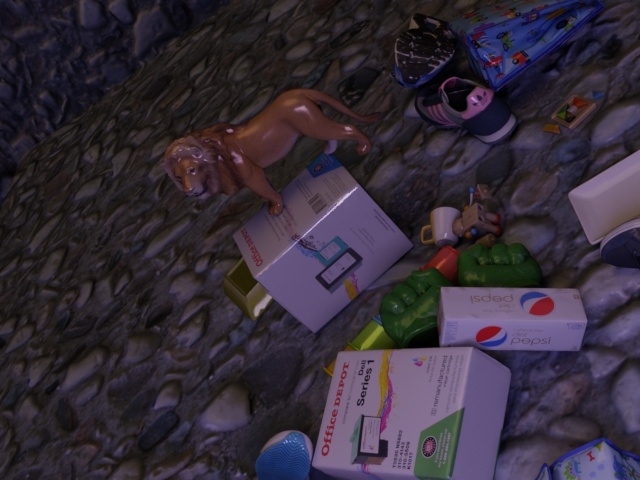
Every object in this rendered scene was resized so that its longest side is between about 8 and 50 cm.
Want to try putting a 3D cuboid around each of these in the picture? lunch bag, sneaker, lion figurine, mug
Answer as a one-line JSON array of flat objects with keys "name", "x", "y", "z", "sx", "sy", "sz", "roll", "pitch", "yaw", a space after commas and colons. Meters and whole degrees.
[{"name": "lunch bag", "x": 0.435, "y": -0.457, "z": 1.988, "sx": 0.293, "sy": 0.138, "sz": 0.221, "roll": -30, "pitch": 19, "yaw": 8}, {"name": "sneaker", "x": 0.279, "y": -0.300, "z": 1.998, "sx": 0.112, "sy": 0.131, "sz": 0.319, "roll": -49, "pitch": 32, "yaw": -7}, {"name": "sneaker", "x": 0.502, "y": 0.046, "z": 1.393, "sx": 0.226, "sy": 0.086, "sz": 0.163, "roll": -11, "pitch": 43, "yaw": 41}, {"name": "lion figurine", "x": -0.096, "y": -0.194, "z": 1.833, "sx": 0.392, "sy": 0.240, "sz": 0.142, "roll": -38, "pitch": 32, "yaw": 9}, {"name": "sneaker", "x": 0.227, "y": -0.397, "z": 2.150, "sx": 0.330, "sy": 0.130, "sz": 0.147, "roll": -60, "pitch": -13, "yaw": -60}, {"name": "sneaker", "x": -0.057, "y": 0.359, "z": 1.591, "sx": 0.228, "sy": 0.087, "sz": 0.092, "roll": 108, "pitch": -177, "yaw": -55}, {"name": "lunch bag", "x": 0.318, "y": 0.331, "z": 1.165, "sx": 0.151, "sy": 0.096, "sz": 0.129, "roll": -40, "pitch": 32, "yaw": 37}, {"name": "mug", "x": 0.233, "y": -0.016, "z": 1.811, "sx": 0.078, "sy": 0.062, "sz": 0.064, "roll": 126, "pitch": 155, "yaw": -53}]

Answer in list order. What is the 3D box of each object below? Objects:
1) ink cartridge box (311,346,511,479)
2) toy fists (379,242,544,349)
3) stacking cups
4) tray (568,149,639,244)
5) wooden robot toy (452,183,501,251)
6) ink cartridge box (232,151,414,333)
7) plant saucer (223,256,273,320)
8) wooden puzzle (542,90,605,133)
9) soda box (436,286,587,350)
[{"name": "ink cartridge box", "x": 0.137, "y": 0.279, "z": 1.491, "sx": 0.278, "sy": 0.117, "sz": 0.201, "roll": -8, "pitch": 59, "yaw": 44}, {"name": "toy fists", "x": 0.231, "y": 0.088, "z": 1.594, "sx": 0.279, "sy": 0.096, "sz": 0.142, "roll": -24, "pitch": 36, "yaw": 2}, {"name": "stacking cups", "x": 0.145, "y": 0.145, "z": 1.697, "sx": 0.316, "sy": 0.096, "sz": 0.096, "roll": -46, "pitch": 32, "yaw": -5}, {"name": "tray", "x": 0.544, "y": -0.098, "z": 1.560, "sx": 0.270, "sy": 0.030, "sz": 0.145, "roll": -33, "pitch": 33, "yaw": 20}, {"name": "wooden robot toy", "x": 0.277, "y": -0.020, "z": 1.746, "sx": 0.079, "sy": 0.076, "sz": 0.173, "roll": -33, "pitch": 41, "yaw": 43}, {"name": "ink cartridge box", "x": 0.000, "y": 0.000, "z": 1.918, "sx": 0.270, "sy": 0.197, "sz": 0.198, "roll": -42, "pitch": 32, "yaw": 5}, {"name": "plant saucer", "x": -0.135, "y": 0.067, "z": 2.144, "sx": 0.188, "sy": 0.045, "sz": 0.188, "roll": -48, "pitch": 31, "yaw": -4}, {"name": "wooden puzzle", "x": 0.478, "y": -0.245, "z": 1.818, "sx": 0.116, "sy": 0.014, "sz": 0.078, "roll": -47, "pitch": 32, "yaw": -3}, {"name": "soda box", "x": 0.290, "y": 0.119, "z": 1.464, "sx": 0.216, "sy": 0.069, "sz": 0.074, "roll": 1, "pitch": 41, "yaw": 0}]
